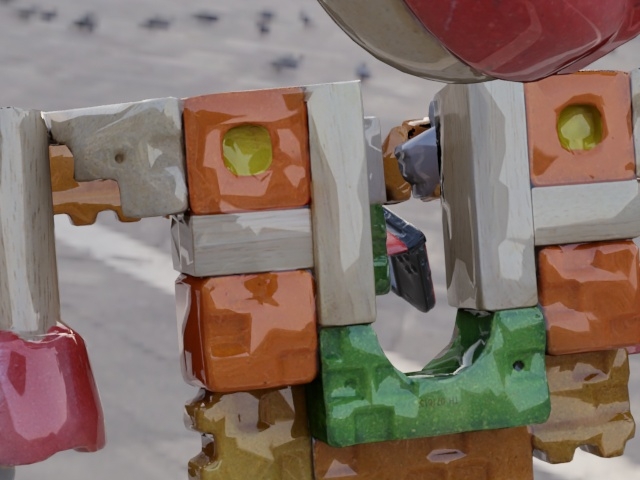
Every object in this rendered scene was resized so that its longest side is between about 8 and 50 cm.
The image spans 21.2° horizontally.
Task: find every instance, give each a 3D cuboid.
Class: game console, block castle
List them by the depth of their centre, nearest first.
[{"bbox_3d":[0.013,0.034,0.896,0.453,0.213,0.303,-4,0,-15],"label":"block castle"},{"bbox_3d":[0.000,0.000,1.214,0.085,0.124,0.144,-38,53,-20],"label":"game console"}]

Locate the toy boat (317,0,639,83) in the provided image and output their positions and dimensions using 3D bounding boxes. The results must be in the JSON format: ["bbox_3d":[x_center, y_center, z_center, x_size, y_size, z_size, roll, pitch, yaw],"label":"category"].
[{"bbox_3d":[0.046,-0.157,0.373,0.151,0.231,0.151,-17,20,36],"label":"toy boat"}]
